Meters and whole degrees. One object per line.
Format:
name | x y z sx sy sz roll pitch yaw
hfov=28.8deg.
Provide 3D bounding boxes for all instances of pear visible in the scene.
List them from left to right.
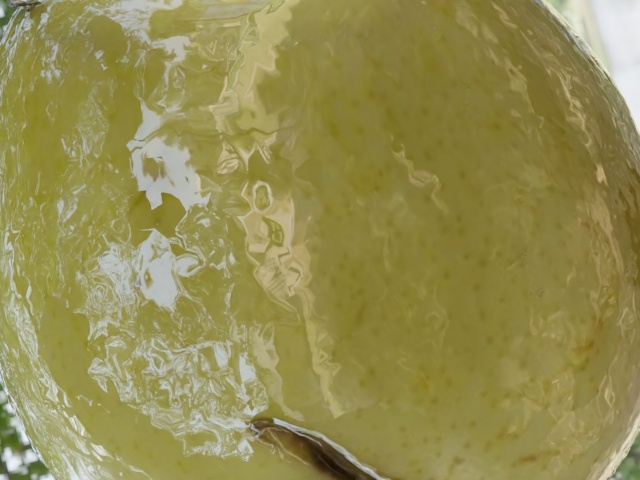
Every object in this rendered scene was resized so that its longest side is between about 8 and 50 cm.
pear | 0.000 0.000 0.550 0.309 0.309 0.309 -15 -90 -77
